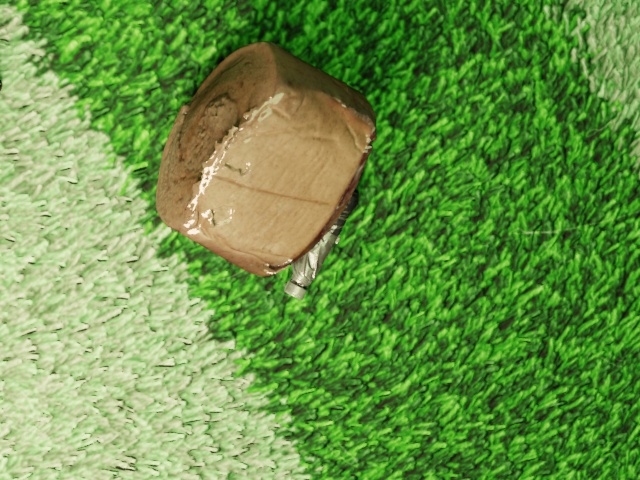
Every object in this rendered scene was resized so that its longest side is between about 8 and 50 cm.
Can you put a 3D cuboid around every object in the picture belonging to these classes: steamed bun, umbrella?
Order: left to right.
[{"bbox_3d":[-0.087,-0.124,1.939,0.252,0.199,0.301,22,111,-40],"label":"steamed bun"},{"bbox_3d":[0.000,0.000,2.088,0.046,0.050,0.188,17,104,-43],"label":"umbrella"}]

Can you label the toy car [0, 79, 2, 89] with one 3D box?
[{"bbox_3d":[-0.488,-0.167,1.863,0.062,0.071,0.165,32,98,-9],"label":"toy car"}]
